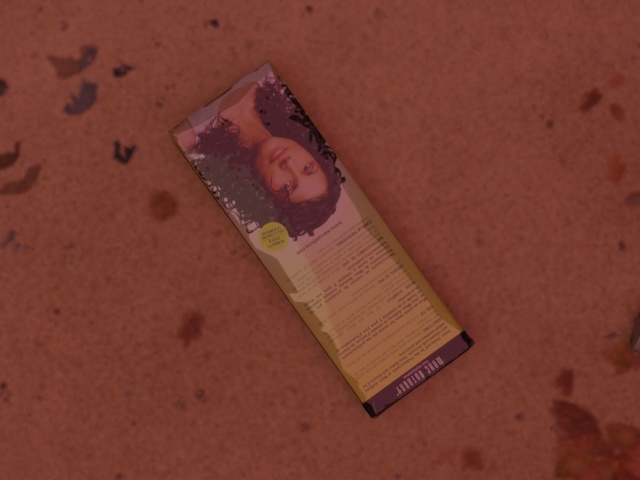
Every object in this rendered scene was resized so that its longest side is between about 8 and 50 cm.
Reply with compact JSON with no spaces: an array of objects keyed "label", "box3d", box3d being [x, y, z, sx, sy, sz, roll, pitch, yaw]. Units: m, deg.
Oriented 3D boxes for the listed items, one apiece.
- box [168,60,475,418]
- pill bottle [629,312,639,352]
[{"label":"box","box3d":[0.000,0.000,1.144,0.087,0.058,0.232,-37,91,-2]},{"label":"pill bottle","box3d":[0.252,0.072,1.156,0.083,0.043,0.043,18,88,-1]}]
